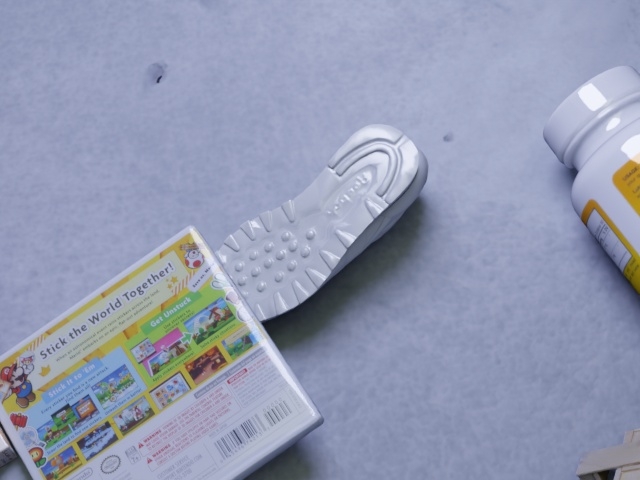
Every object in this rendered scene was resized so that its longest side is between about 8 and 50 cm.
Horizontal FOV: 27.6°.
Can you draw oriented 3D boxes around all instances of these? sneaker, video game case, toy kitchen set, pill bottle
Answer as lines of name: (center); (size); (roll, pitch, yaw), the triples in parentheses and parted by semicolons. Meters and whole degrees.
sneaker: (0.000, 0.000, 1.137); (0.235, 0.095, 0.090); (-37, 75, 5)
video game case: (-0.144, 0.130, 1.079); (0.227, 0.026, 0.206); (-35, 69, -1)
toy kitchen set: (0.257, 0.208, 1.069); (0.068, 0.075, 0.083); (-18, 21, 31)
pill bottle: (0.303, -0.027, 1.116); (0.136, 0.136, 0.245); (-29, 68, -13)

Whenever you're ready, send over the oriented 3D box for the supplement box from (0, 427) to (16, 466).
supplement box: (-0.310, 0.176, 1.075); (0.098, 0.036, 0.062); (-30, 68, -13)
